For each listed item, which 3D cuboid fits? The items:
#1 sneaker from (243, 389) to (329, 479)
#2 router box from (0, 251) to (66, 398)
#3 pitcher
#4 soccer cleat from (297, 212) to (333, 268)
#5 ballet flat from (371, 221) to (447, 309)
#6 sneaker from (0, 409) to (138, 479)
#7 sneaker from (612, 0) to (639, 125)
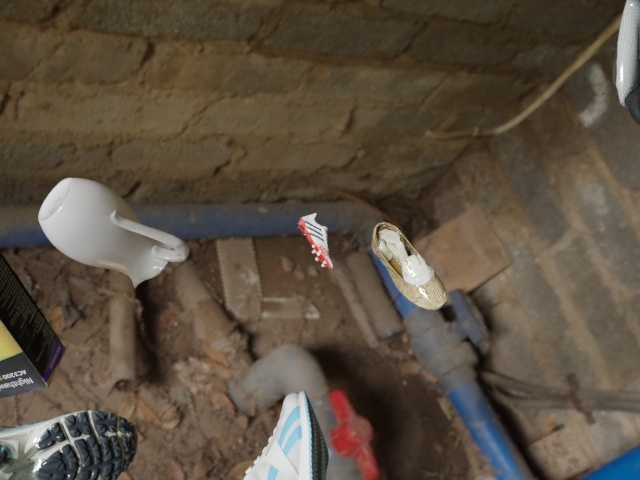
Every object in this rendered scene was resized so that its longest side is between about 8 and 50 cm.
[{"bbox_3d":[-0.042,0.268,1.066,0.229,0.092,0.087,-88,160,-58],"label":"sneaker"},{"bbox_3d":[-0.525,0.109,1.144,0.081,0.308,0.243,-82,153,-54],"label":"router box"},{"bbox_3d":[-0.323,-0.015,1.411,0.207,0.177,0.126,38,53,-32],"label":"pitcher"},{"bbox_3d":[0.000,0.000,1.225,0.035,0.029,0.083,-28,74,-16],"label":"soccer cleat"},{"bbox_3d":[0.147,0.039,1.553,0.073,0.067,0.206,-31,48,-13],"label":"ballet flat"},{"bbox_3d":[-0.386,0.277,1.194,0.283,0.122,0.110,-2,97,-35],"label":"sneaker"},{"bbox_3d":[0.239,-0.075,0.583,0.132,0.086,0.229,-40,112,-46],"label":"sneaker"}]
